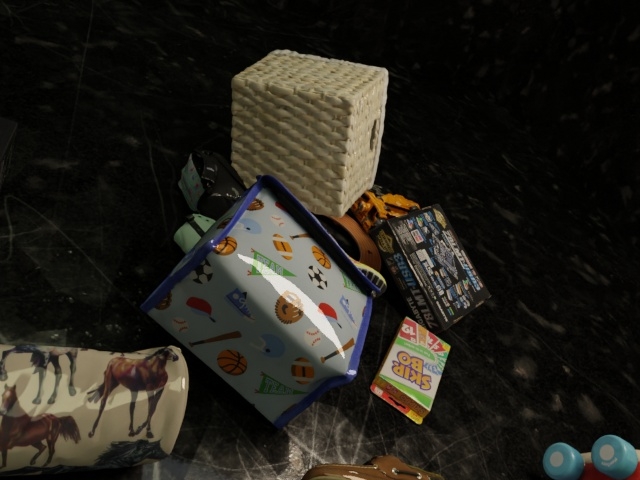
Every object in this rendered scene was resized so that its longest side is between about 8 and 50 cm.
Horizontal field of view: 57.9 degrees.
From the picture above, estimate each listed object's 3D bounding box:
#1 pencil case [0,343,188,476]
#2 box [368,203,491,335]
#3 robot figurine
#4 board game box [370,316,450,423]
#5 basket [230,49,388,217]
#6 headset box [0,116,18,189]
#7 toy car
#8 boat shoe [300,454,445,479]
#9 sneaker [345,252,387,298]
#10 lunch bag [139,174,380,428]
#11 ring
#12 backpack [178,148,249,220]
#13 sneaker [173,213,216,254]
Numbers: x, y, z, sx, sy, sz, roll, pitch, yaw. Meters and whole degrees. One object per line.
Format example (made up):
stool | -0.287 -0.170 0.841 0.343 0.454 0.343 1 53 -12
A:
pencil case | -0.376 0.201 0.735 0.410 0.160 0.184 10 52 -30
box | 0.286 0.064 1.474 0.293 0.073 0.296 -19 79 -53
robot figurine | 0.204 -0.064 1.633 0.291 0.085 0.211 10 37 -40
board game box | 0.198 0.271 1.242 0.124 0.039 0.259 34 35 5
basket | -0.036 -0.269 1.440 0.331 0.328 0.266 15 31 17
headset box | -0.667 -0.111 0.943 0.246 0.131 0.283 16 36 -22
toy car | 0.560 0.525 1.082 0.219 0.210 0.238 32 51 -22
boat shoe | 0.093 0.402 0.917 0.307 0.111 0.104 28 27 -24
sneaker | 0.058 0.062 1.311 0.208 0.081 0.094 25 27 -14
lunch bag | -0.070 0.070 1.057 0.328 0.239 0.385 47 27 -10
ring | 0.000 0.000 1.448 0.336 0.032 0.337 21 34 -15
backpack | -0.253 -0.128 1.332 0.152 0.115 0.182 11 35 -49
sneaker | -0.192 -0.029 1.246 0.151 0.094 0.256 41 42 15
